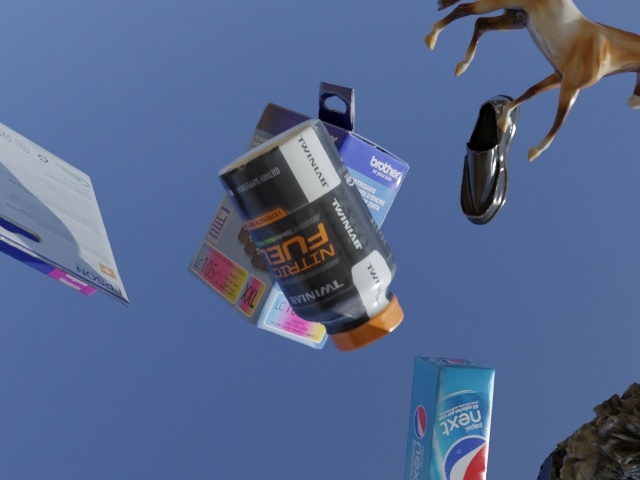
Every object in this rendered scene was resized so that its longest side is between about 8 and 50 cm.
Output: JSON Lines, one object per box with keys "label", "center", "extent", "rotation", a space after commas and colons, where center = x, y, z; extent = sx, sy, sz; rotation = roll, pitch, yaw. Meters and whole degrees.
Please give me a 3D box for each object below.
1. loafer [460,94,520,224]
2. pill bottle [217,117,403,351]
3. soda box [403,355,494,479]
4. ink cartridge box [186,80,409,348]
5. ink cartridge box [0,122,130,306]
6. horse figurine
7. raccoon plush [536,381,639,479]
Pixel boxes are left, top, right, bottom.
{"label": "loafer", "center": [0.266, -0.135, 1.321], "extent": [0.080, 0.078, 0.220], "rotation": [14, -81, 42]}
{"label": "pill bottle", "center": [0.000, 0.000, 0.884], "extent": [0.130, 0.245, 0.130], "rotation": [-28, -170, 5]}
{"label": "soda box", "center": [0.134, 0.234, 0.857], "extent": [0.067, 0.071, 0.210], "rotation": [5, -90, -14]}
{"label": "ink cartridge box", "center": [-0.033, -0.062, 1.324], "extent": [0.270, 0.151, 0.395], "rotation": [29, -87, 53]}
{"label": "ink cartridge box", "center": [-0.399, -0.061, 0.941], "extent": [0.071, 0.324, 0.330], "rotation": [-46, -142, 10]}
{"label": "horse figurine", "center": [0.230, -0.214, 0.857], "extent": [0.174, 0.066, 0.263], "rotation": [-42, -104, 16]}
{"label": "raccoon plush", "center": [0.357, 0.212, 0.558], "extent": [0.446, 0.216, 0.299], "rotation": [-54, -132, 27]}
